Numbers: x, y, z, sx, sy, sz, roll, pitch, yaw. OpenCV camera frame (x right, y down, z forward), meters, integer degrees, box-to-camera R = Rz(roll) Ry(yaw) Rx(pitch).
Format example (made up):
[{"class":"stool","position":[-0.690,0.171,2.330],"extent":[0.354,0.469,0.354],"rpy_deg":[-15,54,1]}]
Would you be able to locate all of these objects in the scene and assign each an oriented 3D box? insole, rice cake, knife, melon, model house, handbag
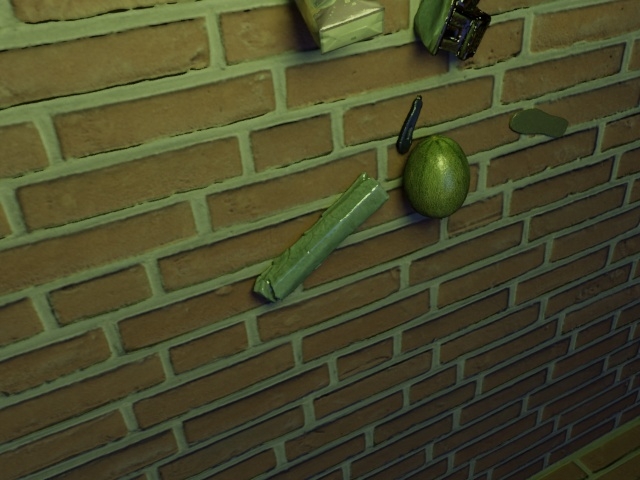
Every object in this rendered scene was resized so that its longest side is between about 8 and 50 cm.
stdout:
[{"class":"insole","position":[0.510,-0.273,1.420],"extent":[0.192,0.010,0.063],"rpy_deg":[1,118,-33]},{"class":"rice cake","position":[0.000,0.000,1.243],"extent":[0.336,0.063,0.066],"rpy_deg":[-45,134,-1]},{"class":"knife","position":[0.184,-0.236,1.240],"extent":[0.031,0.018,0.121],"rpy_deg":[10,112,-28]},{"class":"melon","position":[0.241,-0.123,1.264],"extent":[0.139,0.139,0.192],"rpy_deg":[-21,124,-19]},{"class":"model house","position":[0.262,-0.415,1.118],"extent":[0.152,0.106,0.165],"rpy_deg":[8,118,-32]},{"class":"handbag","position":[0.020,-0.384,0.963],"extent":[0.117,0.173,0.095],"rpy_deg":[-20,157,-8]}]
